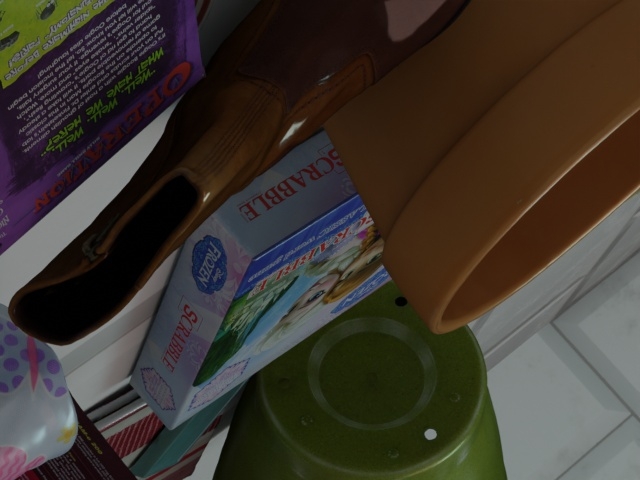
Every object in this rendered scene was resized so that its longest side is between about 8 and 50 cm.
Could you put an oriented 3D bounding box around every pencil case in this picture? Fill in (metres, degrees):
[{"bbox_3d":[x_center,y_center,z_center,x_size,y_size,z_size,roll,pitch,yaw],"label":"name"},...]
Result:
[{"bbox_3d":[-0.278,0.142,0.893,0.273,0.113,0.124,-32,174,-34],"label":"pencil case"}]

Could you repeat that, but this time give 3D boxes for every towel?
[{"bbox_3d":[-0.196,0.215,1.518,0.237,0.037,0.329,-29,161,-33],"label":"towel"}]

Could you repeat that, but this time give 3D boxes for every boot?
[{"bbox_3d":[-0.028,-0.088,0.783,0.264,0.096,0.280,-35,-172,30],"label":"boot"}]

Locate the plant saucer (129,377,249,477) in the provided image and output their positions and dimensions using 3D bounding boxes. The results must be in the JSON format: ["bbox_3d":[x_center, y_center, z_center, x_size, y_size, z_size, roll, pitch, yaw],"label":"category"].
[{"bbox_3d":[-0.120,0.171,1.475,0.067,0.018,0.192,-17,151,-53],"label":"plant saucer"}]

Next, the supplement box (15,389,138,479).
[{"bbox_3d":[-0.242,0.192,1.112,0.073,0.130,0.239,-46,165,22],"label":"supplement box"}]

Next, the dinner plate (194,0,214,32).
[{"bbox_3d":[-0.112,-0.103,0.782,0.141,0.017,0.141,-38,167,-11],"label":"dinner plate"}]

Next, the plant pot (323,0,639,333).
[{"bbox_3d":[0.120,-0.105,1.012,0.291,0.203,0.291,-39,166,-12],"label":"plant pot"}]

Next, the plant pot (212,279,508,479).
[{"bbox_3d":[0.052,0.229,1.660,0.366,0.366,0.353,-35,154,-23],"label":"plant pot"}]

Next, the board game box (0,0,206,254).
[{"bbox_3d":[-0.190,-0.027,0.616,0.347,0.056,0.208,-44,157,-20],"label":"board game box"}]

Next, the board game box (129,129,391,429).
[{"bbox_3d":[0.000,0.000,1.304,0.319,0.066,0.318,-33,164,-31],"label":"board game box"}]

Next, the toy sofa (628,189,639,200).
[{"bbox_3d":[0.346,-0.127,1.452,0.177,0.150,0.362,-38,-176,-13],"label":"toy sofa"}]
